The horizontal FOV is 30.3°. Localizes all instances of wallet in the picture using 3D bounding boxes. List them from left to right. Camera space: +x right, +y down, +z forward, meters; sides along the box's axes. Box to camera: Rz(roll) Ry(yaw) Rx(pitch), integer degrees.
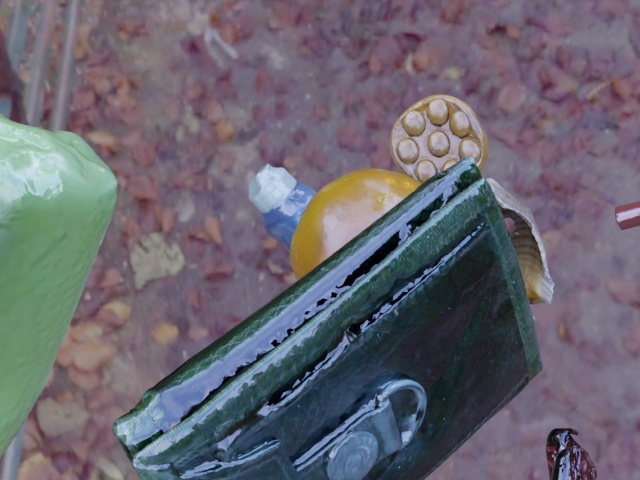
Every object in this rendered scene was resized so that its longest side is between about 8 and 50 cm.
[{"bbox_3d":[0.020,0.083,0.623,0.236,0.160,0.055,-36,39,-17],"label":"wallet"}]

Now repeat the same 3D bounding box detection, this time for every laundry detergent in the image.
[{"bbox_3d":[0.000,0.000,1.756,0.094,0.143,0.290,-47,107,-20],"label":"laundry detergent"}]

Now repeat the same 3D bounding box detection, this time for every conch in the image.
[{"bbox_3d":[0.265,-0.009,2.003,0.324,0.263,0.186,28,56,-11],"label":"conch"}]

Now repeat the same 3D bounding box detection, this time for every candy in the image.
[{"bbox_3d":[-0.290,0.057,1.001,0.132,0.343,0.142,39,24,28],"label":"candy"}]

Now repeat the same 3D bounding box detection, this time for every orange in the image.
[{"bbox_3d":[0.047,0.008,1.084,0.155,0.154,0.134,-21,23,-13],"label":"orange"}]

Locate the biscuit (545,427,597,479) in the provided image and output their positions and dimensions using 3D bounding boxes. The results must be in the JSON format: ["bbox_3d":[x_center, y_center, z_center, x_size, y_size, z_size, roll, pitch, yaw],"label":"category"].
[{"bbox_3d":[0.321,0.327,1.523,0.063,0.235,0.151,3,88,9],"label":"biscuit"}]

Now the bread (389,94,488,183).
[{"bbox_3d":[0.131,-0.106,1.304,0.110,0.024,0.110,0,92,12],"label":"bread"}]

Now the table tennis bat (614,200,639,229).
[{"bbox_3d":[0.619,-0.072,1.876,0.310,0.038,0.200,-16,39,33],"label":"table tennis bat"}]
